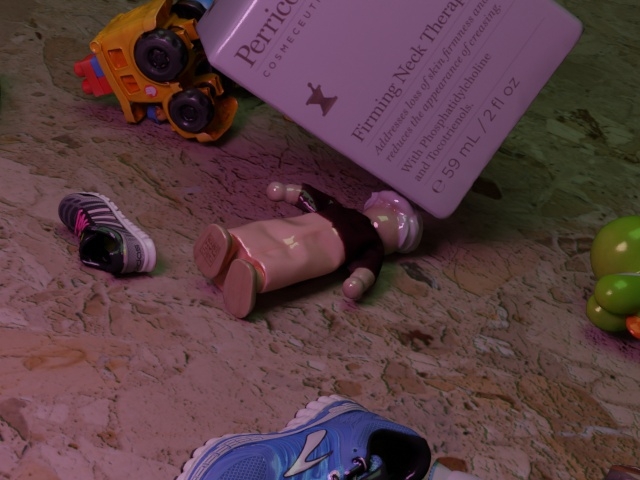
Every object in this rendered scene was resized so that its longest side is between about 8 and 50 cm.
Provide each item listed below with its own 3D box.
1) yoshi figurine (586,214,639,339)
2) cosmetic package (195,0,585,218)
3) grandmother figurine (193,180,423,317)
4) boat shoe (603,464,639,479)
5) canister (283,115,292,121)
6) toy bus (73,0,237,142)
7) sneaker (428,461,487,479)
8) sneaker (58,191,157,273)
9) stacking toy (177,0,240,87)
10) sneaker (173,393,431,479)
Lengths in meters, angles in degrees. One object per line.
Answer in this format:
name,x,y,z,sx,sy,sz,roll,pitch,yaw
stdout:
yoshi figurine,0.507,0.035,1.879,0.362,0.204,0.203,-2,14,-18
cosmetic package,0.080,-0.294,1.979,0.393,0.329,0.327,33,9,-15
grandmother figurine,0.000,0.000,1.854,0.342,0.104,0.208,-12,62,-41
boat shoe,0.418,0.319,1.384,0.324,0.123,0.120,30,27,18
canister,0.015,-0.269,2.275,0.126,0.170,0.073,13,28,5
toy bus,-0.257,-0.246,2.160,0.211,0.220,0.149,-15,26,23
sneaker,0.130,0.294,1.348,0.092,0.087,0.229,16,30,6
sneaker,-0.283,-0.009,1.794,0.170,0.063,0.074,35,30,31
stacking toy,-0.102,-0.308,2.366,0.301,0.166,0.175,16,20,-22
sneaker,-0.012,0.235,1.329,0.147,0.130,0.330,6,20,38
